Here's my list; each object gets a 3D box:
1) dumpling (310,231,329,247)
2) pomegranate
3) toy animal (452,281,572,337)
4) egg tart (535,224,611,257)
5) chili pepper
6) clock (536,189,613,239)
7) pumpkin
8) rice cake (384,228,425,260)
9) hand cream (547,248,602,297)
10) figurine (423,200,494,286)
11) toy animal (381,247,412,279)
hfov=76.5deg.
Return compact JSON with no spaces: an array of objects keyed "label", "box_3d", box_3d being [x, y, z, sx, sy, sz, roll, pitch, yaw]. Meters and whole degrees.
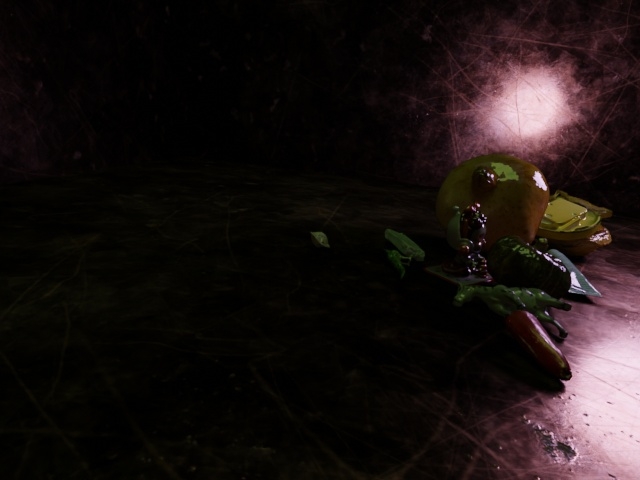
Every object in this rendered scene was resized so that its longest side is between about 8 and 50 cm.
[{"label":"dumpling","box_3d":[0.002,-0.002,1.339,0.052,0.076,0.057,-34,32,-28]},{"label":"pomegranate","box_3d":[0.591,-0.140,1.428,0.411,0.409,0.410,6,17,-2]},{"label":"toy animal","box_3d":[0.452,0.150,0.957,0.256,0.089,0.170,13,14,12]},{"label":"egg tart","box_3d":[0.972,-0.011,1.607,0.291,0.115,0.290,-2,21,1]},{"label":"chili pepper","box_3d":[0.437,0.214,0.800,0.088,0.064,0.168,29,20,-15]},{"label":"clock","box_3d":[0.911,-0.086,1.558,0.294,0.071,0.277,-18,34,-12]},{"label":"pumpkin","box_3d":[0.557,0.062,1.097,0.219,0.162,0.219,23,19,-8]},{"label":"rice cake","box_3d":[0.287,0.013,1.392,0.085,0.040,0.226,21,13,-14]},{"label":"hand cream","box_3d":[0.780,0.098,1.282,0.086,0.058,0.331,11,18,11]},{"label":"figurine","box_3d":[0.435,-0.003,1.206,0.184,0.225,0.160,-6,20,-35]},{"label":"toy animal","box_3d":[0.247,0.068,1.231,0.075,0.041,0.217,6,21,-10]}]
